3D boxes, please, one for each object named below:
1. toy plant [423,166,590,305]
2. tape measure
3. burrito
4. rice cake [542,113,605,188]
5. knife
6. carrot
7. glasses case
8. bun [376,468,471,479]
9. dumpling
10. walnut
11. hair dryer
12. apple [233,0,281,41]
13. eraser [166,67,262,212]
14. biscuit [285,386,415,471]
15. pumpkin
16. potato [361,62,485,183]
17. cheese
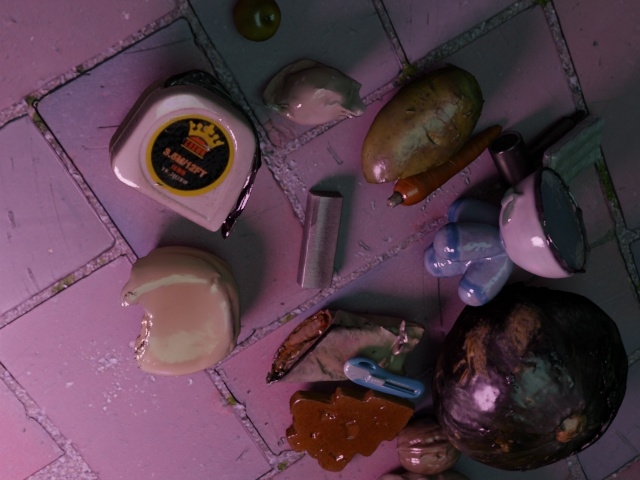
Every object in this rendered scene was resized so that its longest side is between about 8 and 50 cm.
[{"bbox_3d":[0.368,0.005,1.757,0.332,0.247,0.247,-20,124,33],"label":"toy plant"},{"bbox_3d":[-0.208,-0.162,1.459,0.271,0.133,0.231,33,105,-29],"label":"tape measure"},{"bbox_3d":[0.056,0.231,1.814,0.347,0.107,0.175,3,101,-20],"label":"burrito"},{"bbox_3d":[0.548,-0.183,1.817,0.211,0.038,0.124,-31,131,-35],"label":"rice cake"},{"bbox_3d":[0.142,0.303,1.808,0.221,0.031,0.064,23,108,-30],"label":"knife"},{"bbox_3d":[0.263,-0.156,1.742,0.336,0.069,0.069,-33,119,-23],"label":"carrot"},{"bbox_3d":[0.000,0.000,1.733,0.070,0.047,0.205,1,110,-19],"label":"glasses case"},{"bbox_3d":[0.263,0.728,2.018,0.364,0.219,0.365,-6,117,-13],"label":"bun"},{"bbox_3d":[-0.010,-0.284,1.580,0.199,0.136,0.118,10,144,-3],"label":"dumpling"},{"bbox_3d":[0.259,0.484,1.971,0.162,0.140,0.140,-9,114,-1],"label":"walnut"},{"bbox_3d":[0.503,-0.192,1.835,0.248,0.078,0.196,-38,120,-9],"label":"hair dryer"},{"bbox_3d":[-0.113,-0.408,1.515,0.089,0.074,0.090,-13,111,-38],"label":"apple"},{"bbox_3d":[-0.245,-0.183,1.551,0.227,0.081,0.174,-41,117,-2],"label":"eraser"},{"bbox_3d":[0.070,0.415,1.883,0.301,0.043,0.278,-14,126,5],"label":"biscuit"},{"bbox_3d":[0.469,0.312,1.860,0.454,0.344,0.455,-8,116,-17],"label":"pumpkin"},{"bbox_3d":[0.200,-0.224,1.670,0.298,0.141,0.176,-41,106,7],"label":"potato"},{"bbox_3d":[-0.280,0.141,1.640,0.233,0.127,0.266,-3,110,-19],"label":"cheese"}]
